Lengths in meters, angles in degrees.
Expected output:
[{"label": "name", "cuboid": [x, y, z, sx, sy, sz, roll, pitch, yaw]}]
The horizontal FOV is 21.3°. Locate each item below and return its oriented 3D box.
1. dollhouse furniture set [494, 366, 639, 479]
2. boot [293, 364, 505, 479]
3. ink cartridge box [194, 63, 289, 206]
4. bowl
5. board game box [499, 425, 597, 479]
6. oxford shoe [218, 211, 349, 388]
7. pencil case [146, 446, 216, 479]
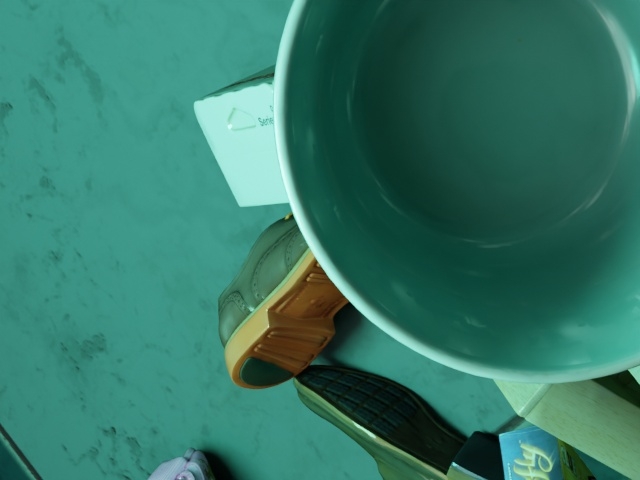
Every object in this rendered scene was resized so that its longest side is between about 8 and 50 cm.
[{"label": "dollhouse furniture set", "cuboid": [0.275, -0.018, 1.142, 0.355, 0.174, 0.303, -52, 30, 12]}, {"label": "boot", "cuboid": [0.063, 0.188, 1.401, 0.219, 0.082, 0.106, 27, 122, 23]}, {"label": "ink cartridge box", "cuboid": [0.039, -0.102, 1.172, 0.153, 0.208, 0.087, -2, 112, 65]}, {"label": "bowl", "cuboid": [0.118, -0.081, 1.011, 0.163, 0.311, 0.311, -145, 32, -81]}, {"label": "board game box", "cuboid": [0.189, 0.248, 1.201, 0.042, 0.243, 0.165, -15, 58, 17]}, {"label": "oxford shoe", "cuboid": [0.000, 0.000, 1.355, 0.271, 0.097, 0.098, -46, 49, 27]}, {"label": "pencil case", "cuboid": [-0.045, 0.371, 1.519, 0.160, 0.167, 0.386, -43, 80, 3]}]
